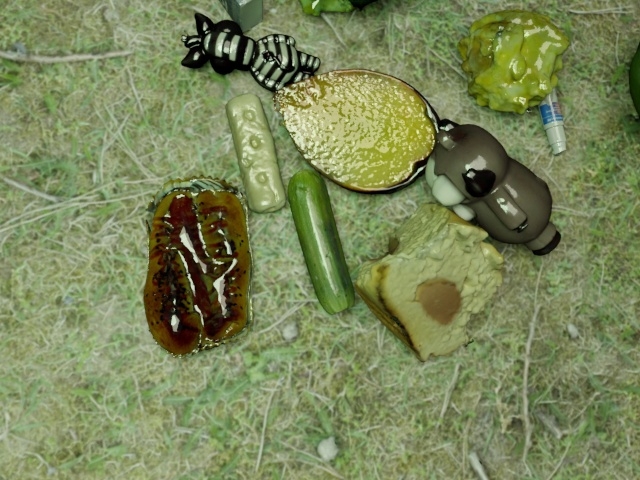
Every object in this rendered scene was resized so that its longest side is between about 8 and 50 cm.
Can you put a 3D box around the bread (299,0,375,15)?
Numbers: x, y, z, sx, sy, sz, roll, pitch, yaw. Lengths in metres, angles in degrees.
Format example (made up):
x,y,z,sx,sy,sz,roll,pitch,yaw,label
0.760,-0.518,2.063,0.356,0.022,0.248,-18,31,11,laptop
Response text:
x,y,z,sx,sy,sz,roll,pitch,yaw,label
0.109,-0.514,0.980,0.377,0.208,0.251,-31,99,-9,bread

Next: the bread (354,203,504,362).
x,y,z,sx,sy,sz,roll,pitch,yaw,label
0.171,0.075,0.907,0.184,0.224,0.211,-36,95,-4,bread

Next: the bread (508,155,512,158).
x,y,z,sx,sy,sz,roll,pitch,yaw,label
0.304,-0.117,1.034,0.083,0.036,0.047,34,75,-3,bread

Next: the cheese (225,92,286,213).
x,y,z,sx,sy,sz,roll,pitch,yaw,label
-0.101,-0.138,0.988,0.065,0.043,0.194,-13,82,-13,cheese

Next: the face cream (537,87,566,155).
x,y,z,sx,sy,sz,roll,pitch,yaw,label
0.387,-0.207,1.058,0.034,0.034,0.130,-10,84,-8,face cream

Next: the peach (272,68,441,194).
x,y,z,sx,sy,sz,roll,pitch,yaw,label
0.056,-0.174,0.998,0.279,0.068,0.189,22,87,-7,peach

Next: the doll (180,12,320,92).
x,y,z,sx,sy,sz,roll,pitch,yaw,label
-0.110,-0.292,0.996,0.219,0.067,0.091,13,95,-11,doll

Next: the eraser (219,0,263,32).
x,y,z,sx,sy,sz,roll,pitch,yaw,label
-0.165,-0.442,0.998,0.046,0.092,0.212,-33,86,-9,eraser

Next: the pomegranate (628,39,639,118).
x,y,z,sx,sy,sz,roll,pitch,yaw,label
0.617,-0.276,0.985,0.254,0.270,0.254,-4,57,7,pomegranate

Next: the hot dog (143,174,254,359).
x,y,z,sx,sy,sz,roll,pitch,yaw,label
-0.179,0.037,0.933,0.163,0.082,0.270,-2,81,-8,hot dog

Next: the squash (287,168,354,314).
x,y,z,sx,sy,sz,roll,pitch,yaw,label
0.000,0.000,0.968,0.066,0.066,0.228,-16,85,-9,squash

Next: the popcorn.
x,y,z,sx,sy,sz,roll,pitch,yaw,label
0.310,-0.283,1.009,0.174,0.142,0.173,5,63,-9,popcorn

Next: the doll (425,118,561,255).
x,y,z,sx,sy,sz,roll,pitch,yaw,label
0.257,-0.081,0.948,0.257,0.182,0.117,30,116,-25,doll
